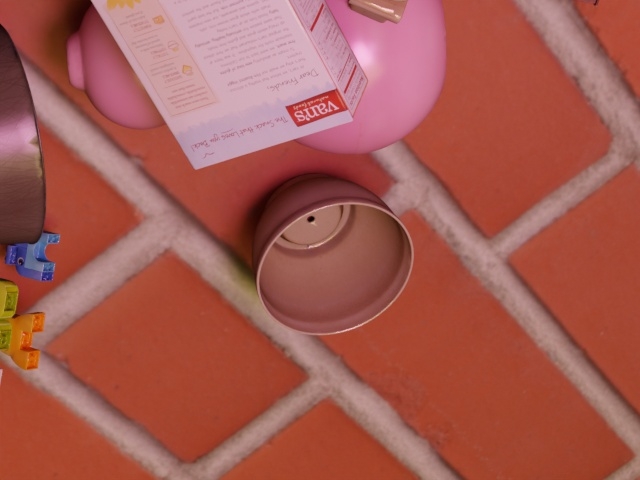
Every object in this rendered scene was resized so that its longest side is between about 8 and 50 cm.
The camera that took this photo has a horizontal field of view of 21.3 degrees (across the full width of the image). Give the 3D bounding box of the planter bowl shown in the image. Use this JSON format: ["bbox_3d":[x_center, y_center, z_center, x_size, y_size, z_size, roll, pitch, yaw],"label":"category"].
[{"bbox_3d":[0.000,0.000,1.721,0.162,0.109,0.162,-10,127,-14],"label":"planter bowl"}]

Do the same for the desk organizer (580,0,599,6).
[{"bbox_3d":[0.260,-0.296,1.639,0.050,0.047,0.130,7,122,-21],"label":"desk organizer"}]

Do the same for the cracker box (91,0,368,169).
[{"bbox_3d":[-0.083,-0.181,1.359,0.155,0.067,0.232,-15,120,26],"label":"cracker box"}]

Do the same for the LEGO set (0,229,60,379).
[{"bbox_3d":[-0.323,0.057,1.661,0.087,0.093,0.227,0,102,-62],"label":"LEGO set"}]

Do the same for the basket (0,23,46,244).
[{"bbox_3d":[-0.372,-0.069,1.473,0.227,0.154,0.204,-15,112,-25],"label":"basket"}]

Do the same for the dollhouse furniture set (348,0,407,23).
[{"bbox_3d":[0.030,-0.370,1.376,0.355,0.174,0.303,23,72,-11],"label":"dollhouse furniture set"}]

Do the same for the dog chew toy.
[{"bbox_3d":[-0.060,-0.171,1.525,0.332,0.206,0.206,-6,127,-6],"label":"dog chew toy"}]
